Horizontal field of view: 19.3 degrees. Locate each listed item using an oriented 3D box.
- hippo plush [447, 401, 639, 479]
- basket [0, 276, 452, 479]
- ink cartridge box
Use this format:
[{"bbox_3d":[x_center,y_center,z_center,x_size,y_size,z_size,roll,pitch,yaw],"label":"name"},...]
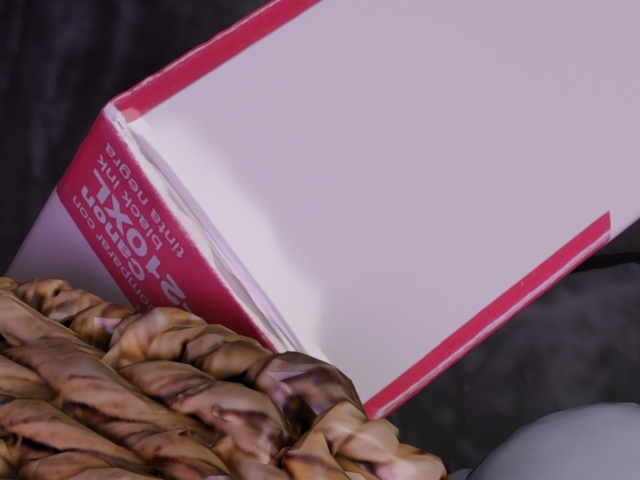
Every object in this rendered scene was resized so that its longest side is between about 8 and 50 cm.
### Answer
[{"bbox_3d":[0.163,0.124,0.588,0.236,0.234,0.294,-2,94,-11],"label":"hippo plush"},{"bbox_3d":[-0.043,0.190,0.441,0.223,0.213,0.299,-45,126,-27],"label":"basket"},{"bbox_3d":[0.000,0.000,0.560,0.172,0.237,0.100,-36,87,-27],"label":"ink cartridge box"}]
